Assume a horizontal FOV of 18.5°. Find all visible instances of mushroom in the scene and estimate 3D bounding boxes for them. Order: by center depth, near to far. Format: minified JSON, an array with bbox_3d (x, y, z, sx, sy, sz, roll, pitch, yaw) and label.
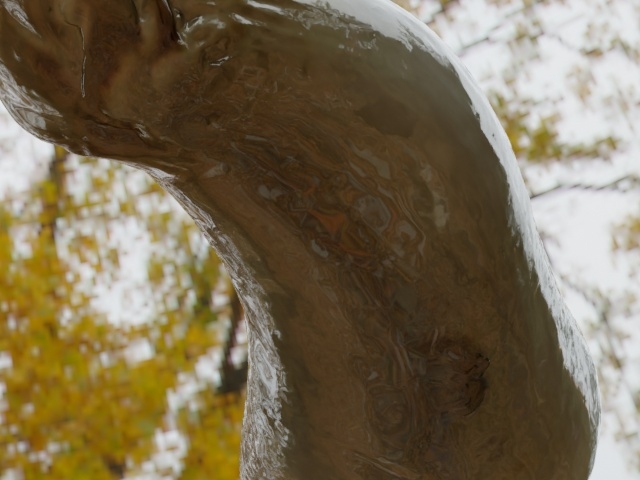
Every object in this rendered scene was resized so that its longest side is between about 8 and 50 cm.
[{"bbox_3d":[0.000,-0.001,0.765,0.177,0.126,0.397,-10,-40,11],"label":"mushroom"}]
